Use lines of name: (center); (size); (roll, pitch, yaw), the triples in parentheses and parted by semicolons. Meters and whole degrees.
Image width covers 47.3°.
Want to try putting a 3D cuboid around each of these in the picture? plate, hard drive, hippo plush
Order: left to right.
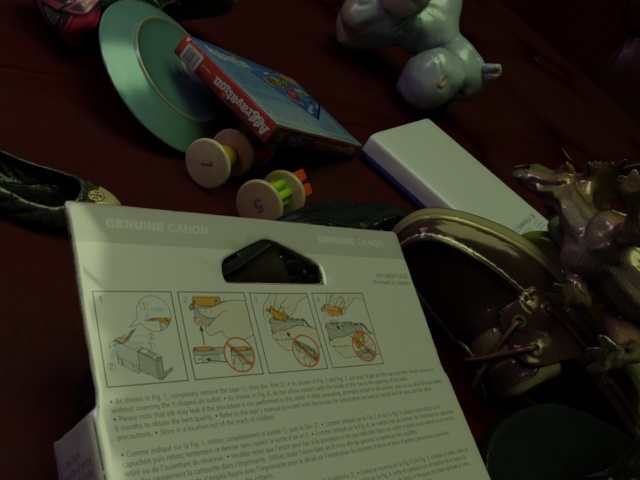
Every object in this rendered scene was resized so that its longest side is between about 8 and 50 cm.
plate: (-0.158, -0.181, 0.792); (0.188, 0.024, 0.188); (38, 38, -38)
hippo plush: (0.177, -0.340, 1.297); (0.294, 0.234, 0.236); (-28, 97, -41)
hard drive: (0.224, -0.048, 1.040); (0.319, 0.040, 0.210); (43, 32, 13)

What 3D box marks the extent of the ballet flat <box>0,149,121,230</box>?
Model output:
ballet flat: (-0.240, -0.050, 0.578); (0.173, 0.049, 0.057); (19, 35, -25)

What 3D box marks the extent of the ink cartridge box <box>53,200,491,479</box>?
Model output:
ink cartridge box: (-0.023, 0.112, 0.491); (0.296, 0.066, 0.261); (5, 57, -42)

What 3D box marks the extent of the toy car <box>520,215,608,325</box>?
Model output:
toy car: (0.301, 0.057, 0.851); (0.182, 0.159, 0.136); (44, 31, 16)

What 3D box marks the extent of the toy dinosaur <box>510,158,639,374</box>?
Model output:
toy dinosaur: (0.303, 0.030, 0.700); (0.295, 0.127, 0.200); (59, 29, 4)

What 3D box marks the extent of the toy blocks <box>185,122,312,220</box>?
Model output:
toy blocks: (-0.058, -0.078, 0.793); (0.123, 0.054, 0.148); (39, 30, 8)

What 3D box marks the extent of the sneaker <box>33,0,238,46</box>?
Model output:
sneaker: (-0.214, -0.286, 0.887); (0.299, 0.121, 0.112); (-22, 77, -48)

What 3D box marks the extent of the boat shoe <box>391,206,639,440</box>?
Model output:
boat shoe: (0.202, 0.105, 0.729); (0.342, 0.123, 0.123); (42, 36, -11)

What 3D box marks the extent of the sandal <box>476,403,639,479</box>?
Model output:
sandal: (0.326, 0.245, 0.636); (0.446, 0.107, 0.167); (24, 47, -19)

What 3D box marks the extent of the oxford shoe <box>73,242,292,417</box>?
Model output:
oxford shoe: (-0.081, 0.071, 0.540); (0.096, 0.083, 0.227); (54, 40, -3)

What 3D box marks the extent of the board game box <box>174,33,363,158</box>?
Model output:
board game box: (-0.048, -0.161, 0.869); (0.145, 0.027, 0.281); (47, 17, 13)

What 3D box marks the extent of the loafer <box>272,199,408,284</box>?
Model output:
loafer: (0.000, 0.000, 0.736); (0.078, 0.076, 0.223); (17, 20, 39)
